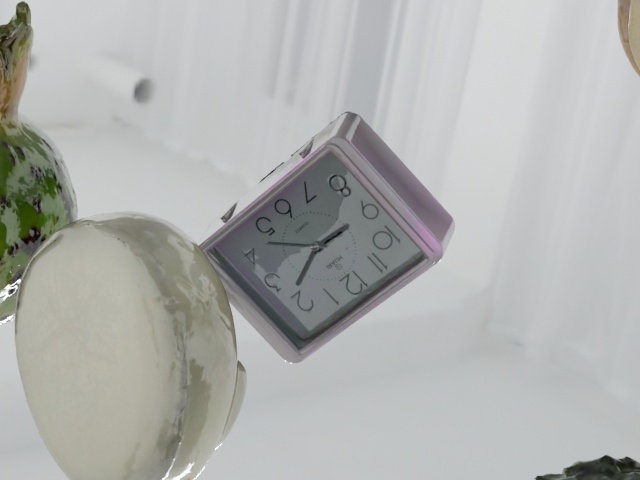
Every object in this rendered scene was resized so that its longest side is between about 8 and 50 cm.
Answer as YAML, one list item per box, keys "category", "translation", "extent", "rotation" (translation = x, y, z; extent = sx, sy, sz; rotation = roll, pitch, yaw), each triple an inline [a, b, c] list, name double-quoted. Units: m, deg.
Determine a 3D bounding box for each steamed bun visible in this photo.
- category: "steamed bun"
  translation: [-0.143, 0.091, 1.081]
  extent: [0.177, 0.228, 0.130]
  rotation: [-10, 178, 30]

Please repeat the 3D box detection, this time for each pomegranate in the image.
- category: "pomegranate"
  translation: [-0.324, -0.053, 1.227]
  extent: [0.231, 0.286, 0.231]
  rotation: [7, -134, -8]

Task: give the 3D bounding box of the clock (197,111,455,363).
- category: "clock"
  translation: [0.000, 0.000, 1.220]
  extent: [0.150, 0.197, 0.063]
  rotation: [47, -153, -10]

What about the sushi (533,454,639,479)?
- category: "sushi"
  translation: [0.235, 0.288, 0.964]
  extent: [0.352, 0.178, 0.294]
  rotation: [3, -151, 22]

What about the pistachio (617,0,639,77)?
- category: "pistachio"
  translation: [0.448, -0.306, 1.577]
  extent: [0.230, 0.309, 0.230]
  rotation: [-10, -156, 4]
